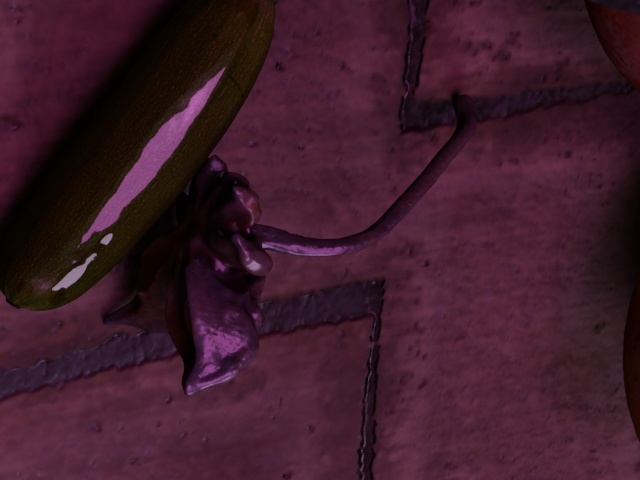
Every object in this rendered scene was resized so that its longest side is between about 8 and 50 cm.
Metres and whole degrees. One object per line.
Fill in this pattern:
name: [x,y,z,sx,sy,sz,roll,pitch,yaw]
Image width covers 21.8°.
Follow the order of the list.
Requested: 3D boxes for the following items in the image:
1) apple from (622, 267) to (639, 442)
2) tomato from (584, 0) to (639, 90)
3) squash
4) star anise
apple: [0.390,0.071,1.189,0.305,0.338,0.338,-14,122,-52]
tomato: [0.295,-0.191,1.021,0.265,0.265,0.265,-16,122,-29]
squash: [-0.093,-0.061,0.928,0.252,0.066,0.066,-53,132,-1]
star anise: [0.000,0.000,1.004,0.227,0.148,0.219,6,66,-26]
